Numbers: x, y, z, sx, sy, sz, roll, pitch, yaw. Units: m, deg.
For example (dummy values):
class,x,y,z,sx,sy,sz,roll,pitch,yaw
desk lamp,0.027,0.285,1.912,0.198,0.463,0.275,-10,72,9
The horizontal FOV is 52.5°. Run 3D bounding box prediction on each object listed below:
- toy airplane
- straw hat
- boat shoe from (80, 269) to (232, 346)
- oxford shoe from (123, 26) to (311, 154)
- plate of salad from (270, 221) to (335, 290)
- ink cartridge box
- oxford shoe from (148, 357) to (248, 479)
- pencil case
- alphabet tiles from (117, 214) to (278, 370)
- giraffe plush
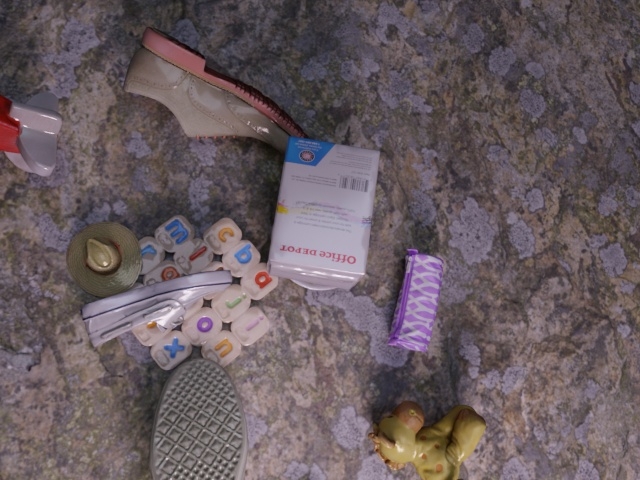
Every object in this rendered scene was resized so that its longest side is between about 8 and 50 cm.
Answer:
class,x,y,z,sx,sy,sz,roll,pitch,yaw
toy airplane,-0.633,-0.199,1.073,0.272,0.386,0.384,-33,97,23
straw hat,-0.392,0.027,1.163,0.144,0.061,0.144,1,77,-4
boat shoe,-0.281,0.119,1.149,0.267,0.096,0.088,-15,87,-15
oxford shoe,-0.194,-0.254,1.287,0.397,0.140,0.146,31,101,-12
plate of salad,0.000,0.000,1.301,0.200,0.048,0.199,4,75,-16
ink cartridge box,0.002,-0.044,1.200,0.171,0.168,0.232,10,76,-3
oxford shoe,-0.197,0.428,1.105,0.169,0.130,0.449,-7,68,-12
pencil case,0.192,0.120,1.304,0.088,0.086,0.206,30,65,-44
alphabet tiles,-0.232,0.097,1.225,0.278,0.021,0.284,-39,89,-18
giraffe plush,0.181,0.373,1.205,0.170,0.181,0.210,29,53,5
